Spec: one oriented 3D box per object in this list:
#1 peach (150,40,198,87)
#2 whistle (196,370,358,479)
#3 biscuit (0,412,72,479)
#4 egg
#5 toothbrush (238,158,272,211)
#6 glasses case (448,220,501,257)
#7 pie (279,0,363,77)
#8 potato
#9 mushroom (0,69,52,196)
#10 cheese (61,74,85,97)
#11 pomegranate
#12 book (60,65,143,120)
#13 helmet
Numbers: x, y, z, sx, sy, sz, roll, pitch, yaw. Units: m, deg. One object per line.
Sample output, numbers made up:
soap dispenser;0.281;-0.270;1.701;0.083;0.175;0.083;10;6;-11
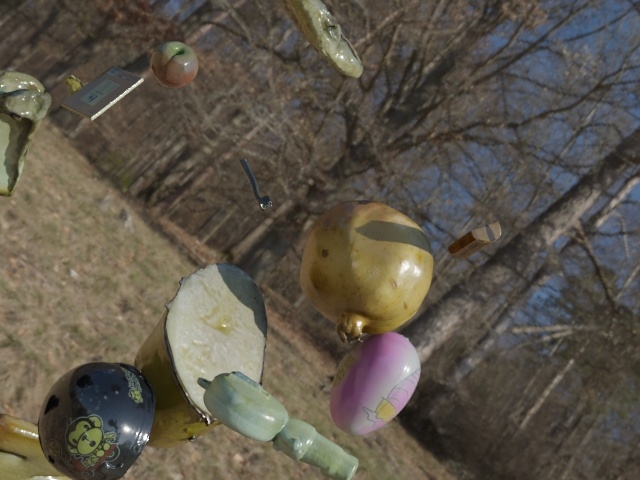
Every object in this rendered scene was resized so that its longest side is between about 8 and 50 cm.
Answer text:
peach;-0.250;-0.299;1.259;0.083;0.083;0.083;36;-20;15
whistle;-0.063;0.260;1.043;0.258;0.067;0.126;32;0;4
biscuit;-0.681;0.515;1.714;0.290;0.237;0.062;35;25;-36
egg;0.131;0.350;1.803;0.196;0.271;0.196;25;-16;8
toothbrush;-0.163;-0.142;1.805;0.297;0.030;0.030;-122;-172;-59
glasses case;0.337;0.004;1.608;0.170;0.064;0.041;122;-51;-76
pie;-0.025;-0.483;1.566;0.337;0.075;0.337;51;7;-9
potato;-0.320;0.270;1.677;0.296;0.397;0.290;-27;-38;35
mushroom;-0.680;-0.250;1.473;0.217;0.212;0.292;18;-30;-26
cheese;-0.793;-0.496;2.368;0.084;0.060;0.041;66;15;0
pomegranate;0.102;0.078;1.717;0.342;0.342;0.342;36;-20;15
book;-0.529;-0.361;1.787;0.118;0.172;0.012;26;-32;30
helmet;-0.453;0.332;1.427;0.160;0.230;0.279;41;9;-44
